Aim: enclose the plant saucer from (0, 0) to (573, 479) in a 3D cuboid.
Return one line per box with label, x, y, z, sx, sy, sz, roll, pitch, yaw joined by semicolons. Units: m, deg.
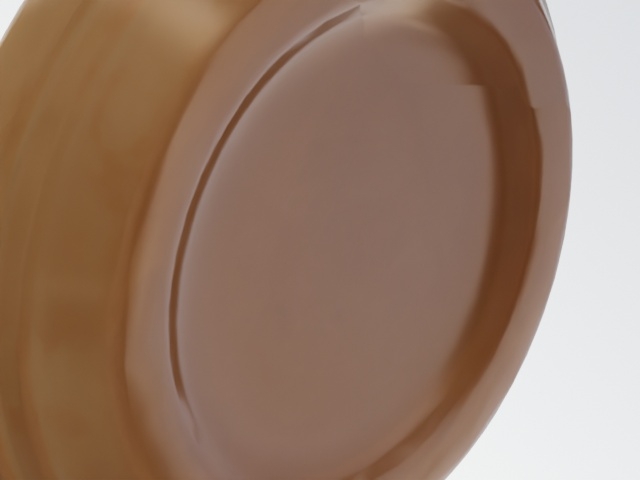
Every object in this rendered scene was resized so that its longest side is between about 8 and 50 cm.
plant saucer;0.000;0.000;0.426;0.037;0.200;0.200;21;-32;41
